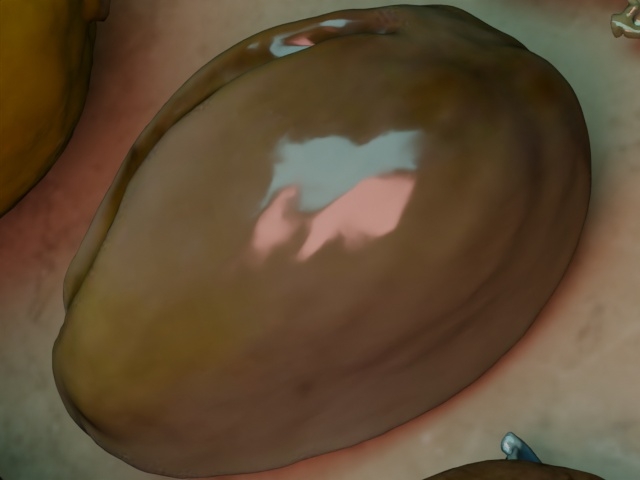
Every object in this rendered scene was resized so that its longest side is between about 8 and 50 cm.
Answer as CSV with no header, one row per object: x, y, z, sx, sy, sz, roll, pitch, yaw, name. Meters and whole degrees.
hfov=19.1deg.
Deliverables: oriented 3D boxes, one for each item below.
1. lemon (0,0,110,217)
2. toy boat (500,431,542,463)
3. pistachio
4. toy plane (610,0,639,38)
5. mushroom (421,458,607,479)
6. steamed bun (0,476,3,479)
-0.279,-0.131,0.986,0.348,0.348,0.348,-8,68,21,lemon
0.061,0.153,0.880,0.061,0.060,0.137,35,90,8,toy boat
0.000,0.000,0.920,0.288,0.197,0.166,-36,17,20,pistachio
0.189,-0.159,0.927,0.256,0.104,0.242,-3,85,15,toy plane
0.094,0.226,0.767,0.278,0.146,0.278,5,61,-10,mushroom
-0.230,0.184,0.850,0.309,0.324,0.219,30,85,38,steamed bun
